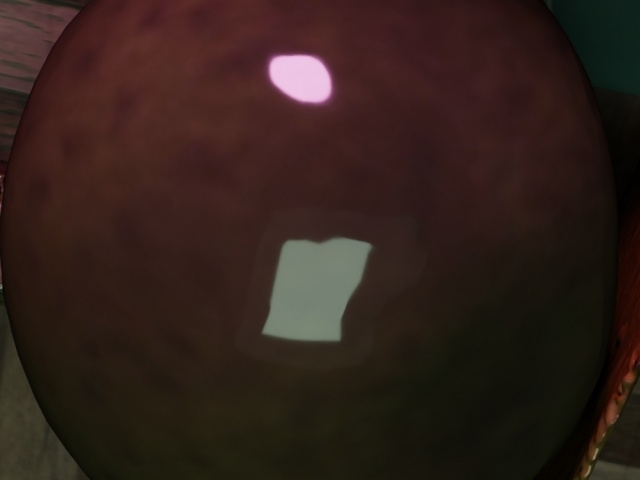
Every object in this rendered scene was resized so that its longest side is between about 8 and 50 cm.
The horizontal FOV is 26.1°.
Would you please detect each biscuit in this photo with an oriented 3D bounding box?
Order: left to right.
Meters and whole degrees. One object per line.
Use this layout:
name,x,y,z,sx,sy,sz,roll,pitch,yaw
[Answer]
biscuit,0.162,0.075,0.835,0.013,0.232,0.237,19,121,2

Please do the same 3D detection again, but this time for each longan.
longan,0.000,0.000,0.746,0.360,0.361,0.361,1,123,1

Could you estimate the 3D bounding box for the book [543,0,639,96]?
book,0.233,-0.175,0.685,0.379,0.031,0.264,16,128,27

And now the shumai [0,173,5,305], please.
shumai,-0.219,-0.001,0.893,0.099,0.123,0.087,-11,83,30
